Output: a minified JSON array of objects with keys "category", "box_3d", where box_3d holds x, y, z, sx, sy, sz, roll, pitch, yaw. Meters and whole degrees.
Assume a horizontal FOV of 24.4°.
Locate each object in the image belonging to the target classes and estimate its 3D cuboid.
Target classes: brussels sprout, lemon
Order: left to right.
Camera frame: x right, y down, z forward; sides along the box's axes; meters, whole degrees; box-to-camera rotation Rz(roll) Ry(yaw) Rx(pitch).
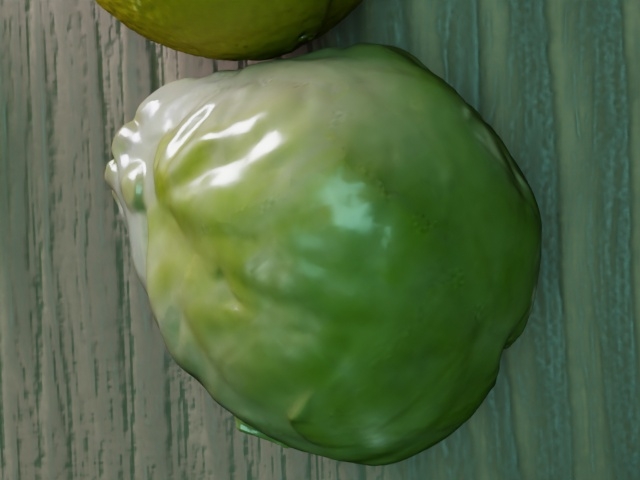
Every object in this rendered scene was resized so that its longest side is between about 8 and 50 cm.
[{"category":"lemon","box_3d":[-0.073,-0.241,1.027,0.253,0.228,0.228,10,94,6]},{"category":"brussels sprout","box_3d":[0.011,-0.003,1.032,0.274,0.242,0.316,-39,85,33]}]
